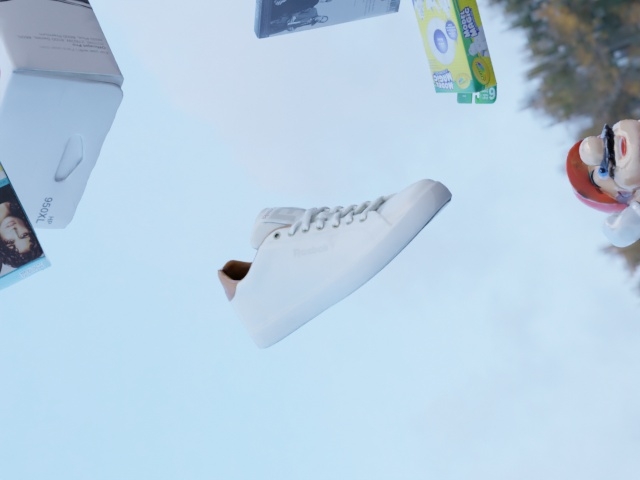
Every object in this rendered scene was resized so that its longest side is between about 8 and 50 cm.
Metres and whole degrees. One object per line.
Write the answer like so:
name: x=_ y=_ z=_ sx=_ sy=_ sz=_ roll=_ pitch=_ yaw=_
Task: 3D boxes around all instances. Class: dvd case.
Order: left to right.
dvd case: x=0.018 y=-0.399 z=2.179 sx=0.179 sy=0.239 sz=0.029 roll=99 pitch=152 yaw=-54

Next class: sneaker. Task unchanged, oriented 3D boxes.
sneaker: x=0.000 y=0.000 z=1.459 sx=0.123 sy=0.290 sz=0.106 roll=53 pitch=-149 yaw=-2

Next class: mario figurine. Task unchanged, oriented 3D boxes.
mario figurine: x=0.398 y=-0.120 z=1.715 sx=0.170 sy=0.320 sz=0.198 roll=46 pitch=-123 yaw=-6

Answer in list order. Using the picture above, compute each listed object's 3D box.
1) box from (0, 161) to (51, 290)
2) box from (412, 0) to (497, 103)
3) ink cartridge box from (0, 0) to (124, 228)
box: x=-0.424 y=-0.059 z=1.711 sx=0.244 sy=0.100 sz=0.060 roll=62 pitch=171 yaw=9
box: x=0.182 y=-0.268 z=1.931 sx=0.043 sy=0.105 sz=0.179 roll=-25 pitch=-75 yaw=-24
ink cartridge box: x=-0.444 y=-0.249 z=2.018 sx=0.166 sy=0.285 sz=0.395 roll=1 pitch=-137 yaw=-32
